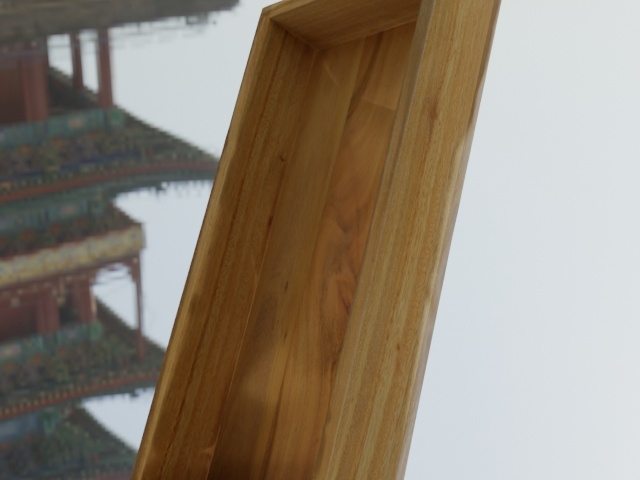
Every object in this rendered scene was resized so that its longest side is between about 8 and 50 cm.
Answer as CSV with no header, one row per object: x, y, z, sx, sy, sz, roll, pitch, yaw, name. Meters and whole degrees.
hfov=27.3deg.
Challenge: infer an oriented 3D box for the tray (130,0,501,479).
0.000,0.000,0.936,0.076,0.410,0.203,29,154,-37,tray
